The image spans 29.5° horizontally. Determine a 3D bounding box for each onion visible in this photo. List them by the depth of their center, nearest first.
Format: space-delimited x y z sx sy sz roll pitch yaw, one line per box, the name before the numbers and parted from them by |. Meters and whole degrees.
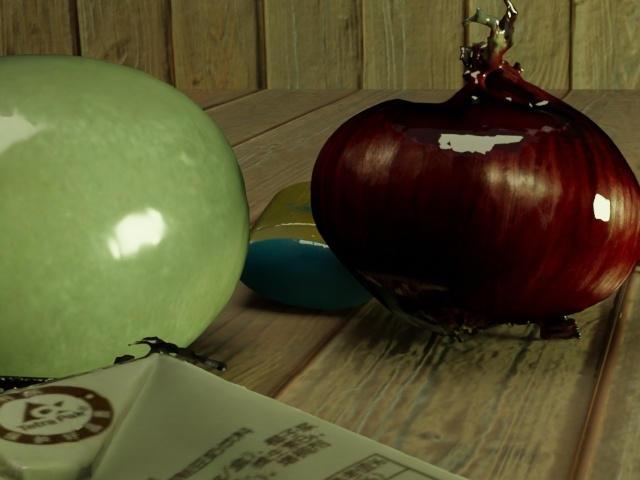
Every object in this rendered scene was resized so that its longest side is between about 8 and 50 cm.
onion | 0.131 -0.061 0.984 0.273 0.285 0.273 5 9 -1

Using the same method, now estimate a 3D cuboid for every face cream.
face cream | 0.000 0.000 1.192 0.139 0.067 0.285 5 15 5

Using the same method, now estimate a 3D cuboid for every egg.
egg | -0.203 -0.005 0.867 0.258 0.258 0.352 7 18 34

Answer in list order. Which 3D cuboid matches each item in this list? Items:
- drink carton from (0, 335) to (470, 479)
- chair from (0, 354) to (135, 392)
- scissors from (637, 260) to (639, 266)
drink carton | -0.003 0.161 0.291 0.132 0.194 0.324 -11 16 -37
chair | -0.158 0.138 0.590 0.113 0.106 0.229 0 13 5
scissors | 0.349 0.029 1.134 0.119 0.014 0.058 10 18 31
